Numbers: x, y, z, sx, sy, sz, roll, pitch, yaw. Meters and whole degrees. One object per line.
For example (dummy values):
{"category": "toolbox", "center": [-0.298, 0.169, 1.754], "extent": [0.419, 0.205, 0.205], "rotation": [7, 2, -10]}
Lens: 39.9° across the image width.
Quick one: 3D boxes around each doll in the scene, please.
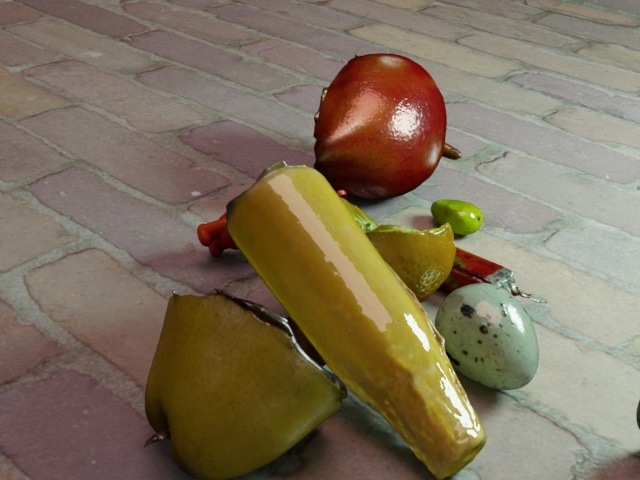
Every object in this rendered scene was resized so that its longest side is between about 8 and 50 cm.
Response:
{"category": "doll", "center": [-0.074, -0.035, 1.427], "extent": [0.245, 0.142, 0.076], "rotation": [-16, 69, 4]}

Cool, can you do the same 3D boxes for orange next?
{"category": "orange", "center": [0.074, 0.026, 1.315], "extent": [0.237, 0.158, 0.179], "rotation": [17, -6, 27]}

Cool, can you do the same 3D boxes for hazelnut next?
{"category": "hazelnut", "center": [-0.022, 0.140, 1.206], "extent": [0.086, 0.086, 0.086], "rotation": [2, 30, -1]}

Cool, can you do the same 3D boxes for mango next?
{"category": "mango", "center": [0.242, -0.045, 1.577], "extent": [0.073, 0.056, 0.108], "rotation": [-14, 31, -38]}

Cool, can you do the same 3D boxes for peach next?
{"category": "peach", "center": [0.125, -0.206, 1.640], "extent": [0.201, 0.257, 0.361], "rotation": [8, 26, 21]}

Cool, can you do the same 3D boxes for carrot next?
{"category": "carrot", "center": [0.233, -0.209, 1.889], "extent": [0.165, 0.035, 0.036], "rotation": [25, 36, 30]}

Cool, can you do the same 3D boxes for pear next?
{"category": "pear", "center": [-0.111, 0.191, 1.025], "extent": [0.267, 0.267, 0.178], "rotation": [19, 65, 26]}

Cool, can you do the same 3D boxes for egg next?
{"category": "egg", "center": [0.227, 0.131, 1.190], "extent": [0.131, 0.131, 0.164], "rotation": [-11, 36, -23]}

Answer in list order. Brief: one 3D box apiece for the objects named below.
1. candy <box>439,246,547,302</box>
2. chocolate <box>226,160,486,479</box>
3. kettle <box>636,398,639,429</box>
{"category": "candy", "center": [0.222, 0.052, 1.400], "extent": [0.292, 0.059, 0.086], "rotation": [25, 33, 32]}
{"category": "chocolate", "center": [0.048, 0.104, 1.127], "extent": [0.162, 0.162, 0.445], "rotation": [-19, 60, -34]}
{"category": "kettle", "center": [0.499, 0.254, 1.003], "extent": [0.211, 0.159, 0.243], "rotation": [13, 19, -20]}
